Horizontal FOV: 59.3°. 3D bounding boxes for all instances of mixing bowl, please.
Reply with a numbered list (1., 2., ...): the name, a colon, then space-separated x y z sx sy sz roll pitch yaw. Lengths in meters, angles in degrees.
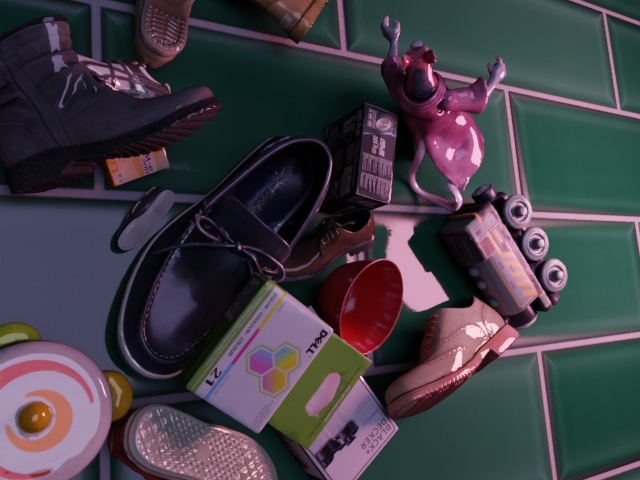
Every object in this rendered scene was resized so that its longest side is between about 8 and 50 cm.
1. mixing bowl: 0.061 0.111 1.040 0.182 0.098 0.181 -17 115 -44

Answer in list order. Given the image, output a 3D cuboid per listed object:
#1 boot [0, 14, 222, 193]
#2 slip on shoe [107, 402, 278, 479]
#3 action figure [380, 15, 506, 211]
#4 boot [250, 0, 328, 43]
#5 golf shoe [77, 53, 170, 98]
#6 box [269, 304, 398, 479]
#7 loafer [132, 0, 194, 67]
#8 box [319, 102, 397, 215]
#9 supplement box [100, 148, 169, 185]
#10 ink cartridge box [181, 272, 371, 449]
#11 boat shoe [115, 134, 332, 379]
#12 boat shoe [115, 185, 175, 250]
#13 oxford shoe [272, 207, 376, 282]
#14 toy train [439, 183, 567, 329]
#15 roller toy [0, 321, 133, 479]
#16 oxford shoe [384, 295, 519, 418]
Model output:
1. boot: -0.330 -0.218 0.794 0.339 0.118 0.222 -19 94 0
2. slip on shoe: -0.182 0.347 0.867 0.331 0.101 0.122 43 45 -35
3. action figure: 0.198 -0.255 1.099 0.275 0.248 0.370 -65 155 -2
4. boot: -0.101 -0.530 1.068 0.270 0.089 0.236 36 47 -17
5. golf shoe: -0.336 -0.260 0.910 0.198 0.077 0.093 28 57 -31
6. box: -0.010 0.277 0.989 0.169 0.087 0.289 -39 102 -30
7. loafer: -0.271 -0.403 0.959 0.102 0.092 0.268 27 51 -32
8. box: 0.068 -0.148 1.078 0.078 0.147 0.180 14 73 -28
9. supplement box: -0.303 -0.134 0.908 0.099 0.036 0.062 -28 119 -31
10. ink cartridge box: -0.048 0.198 0.851 0.255 0.097 0.188 39 83 -17
11. boat shoe: -0.143 0.002 0.923 0.187 0.156 0.500 45 63 -18
12. boat shoe: -0.289 -0.039 0.910 0.125 0.038 0.046 -56 151 -20
13. oxford shoe: 0.000 0.000 1.025 0.227 0.096 0.083 -29 54 -21
14. toy train: 0.413 0.041 1.266 0.190 0.142 0.333 -38 103 -18
15. roller toy: -0.380 0.228 0.742 0.209 0.146 0.191 37 65 -21
16. oxford shoe: 0.239 0.225 1.122 0.397 0.140 0.146 -17 62 -46
